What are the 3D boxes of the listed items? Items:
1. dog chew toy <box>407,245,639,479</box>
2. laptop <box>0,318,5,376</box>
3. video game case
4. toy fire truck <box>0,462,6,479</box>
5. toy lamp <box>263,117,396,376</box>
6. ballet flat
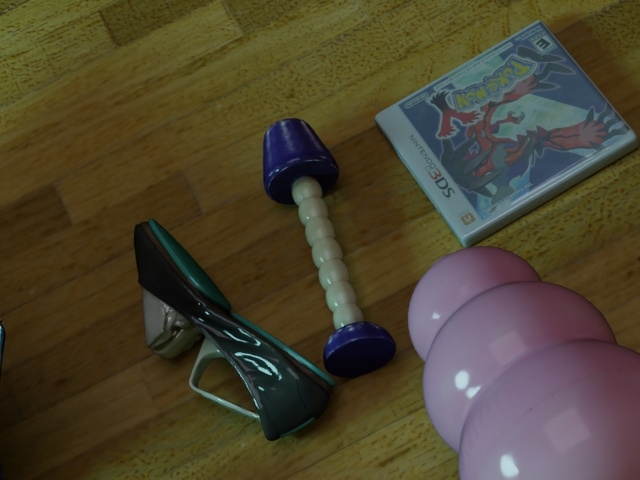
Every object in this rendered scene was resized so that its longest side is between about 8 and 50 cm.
[{"bbox_3d":[0.183,0.131,1.629,0.207,0.206,0.332,-29,49,-4],"label":"dog chew toy"},{"bbox_3d":[-0.513,0.177,1.755,0.382,0.236,0.408,35,73,30],"label":"laptop"},{"bbox_3d":[0.182,-0.109,1.874,0.201,0.023,0.183,-30,57,-5],"label":"video game case"},{"bbox_3d":[-0.277,0.320,1.580,0.158,0.217,0.246,-8,27,-22],"label":"toy fire truck"},{"bbox_3d":[0.000,0.000,1.824,0.080,0.080,0.274,-18,57,3],"label":"toy lamp"},{"bbox_3d":[-0.108,0.088,1.792,0.096,0.095,0.280,-48,59,-2],"label":"ballet flat"}]
